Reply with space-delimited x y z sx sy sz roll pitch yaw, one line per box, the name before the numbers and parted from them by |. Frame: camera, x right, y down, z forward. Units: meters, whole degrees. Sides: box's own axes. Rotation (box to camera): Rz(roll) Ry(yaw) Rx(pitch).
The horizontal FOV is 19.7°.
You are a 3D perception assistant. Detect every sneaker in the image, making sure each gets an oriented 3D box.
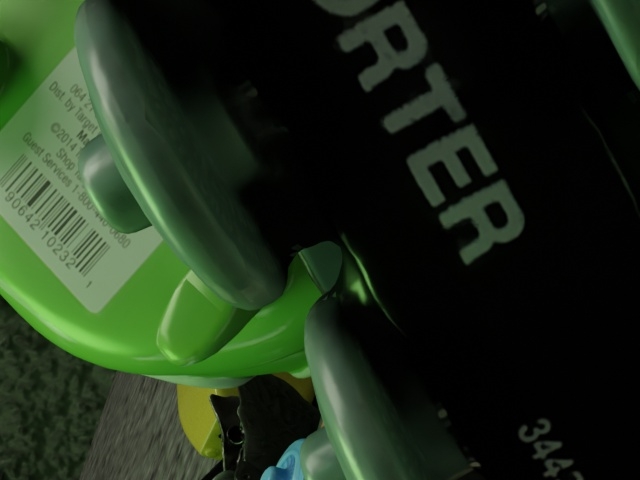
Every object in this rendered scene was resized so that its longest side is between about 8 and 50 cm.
sneaker | -0.015 0.131 0.829 0.170 0.089 0.051 -82 13 -49

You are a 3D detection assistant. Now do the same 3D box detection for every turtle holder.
turtle holder | -0.015 -0.092 0.797 0.227 0.243 0.320 23 -98 -69

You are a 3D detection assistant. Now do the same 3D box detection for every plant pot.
plant pot | -0.043 0.091 1.128 0.083 0.081 0.081 -89 18 -45

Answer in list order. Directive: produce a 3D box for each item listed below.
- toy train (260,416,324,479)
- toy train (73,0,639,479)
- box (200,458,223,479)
toy train | 0.012 0.146 0.698 0.105 0.080 0.184 -31 39 63
toy train | 0.011 -0.063 0.439 0.142 0.334 0.190 -30 20 8
box | -0.133 0.266 1.015 0.270 0.060 0.216 -41 -17 -45
